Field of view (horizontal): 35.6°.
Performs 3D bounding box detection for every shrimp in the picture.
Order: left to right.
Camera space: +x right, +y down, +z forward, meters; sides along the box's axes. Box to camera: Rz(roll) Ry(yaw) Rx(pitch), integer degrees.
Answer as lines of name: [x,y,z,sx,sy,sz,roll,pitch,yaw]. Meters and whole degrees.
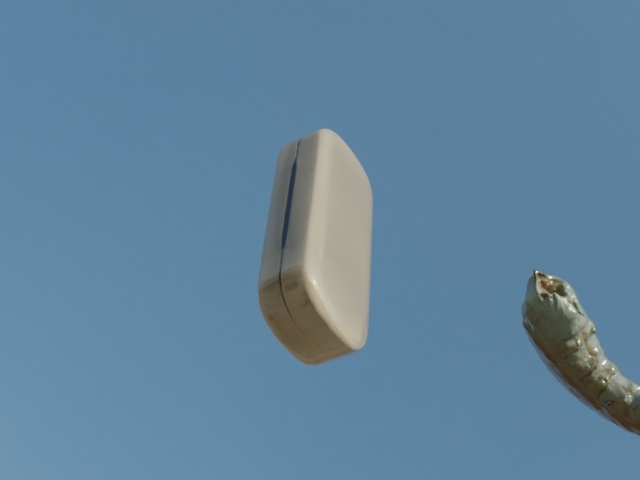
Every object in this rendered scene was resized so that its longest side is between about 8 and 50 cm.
shrimp: [0.235,0.097,0.796,0.161,0.049,0.166,59,-19,-17]

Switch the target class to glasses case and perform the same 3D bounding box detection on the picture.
glasses case: [0.000,0.000,0.708,0.050,0.196,0.083,-25,-56,25]
